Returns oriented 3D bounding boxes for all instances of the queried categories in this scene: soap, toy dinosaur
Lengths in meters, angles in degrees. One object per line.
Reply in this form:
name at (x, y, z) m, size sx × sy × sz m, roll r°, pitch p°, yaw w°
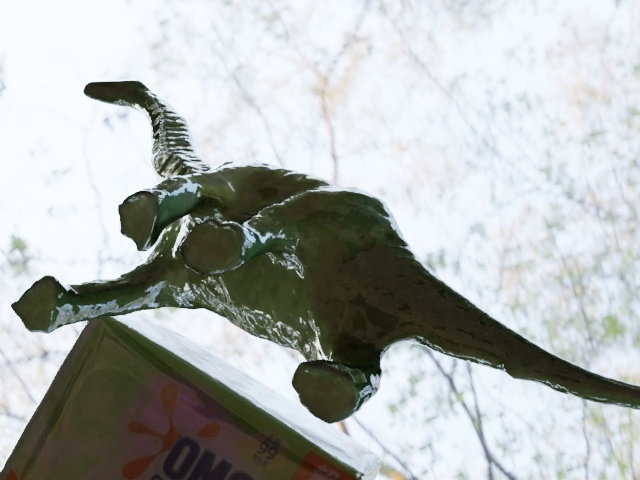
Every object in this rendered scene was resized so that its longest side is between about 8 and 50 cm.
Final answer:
soap at (-0.090, 0.163, 1.109) m, size 0.199 × 0.138 × 0.182 m, roll 31°, pitch -90°, yaw 9°
toy dinosaur at (0.000, 0.000, 0.896) m, size 0.447 × 0.301 × 0.087 m, roll 19°, pitch -75°, yaw 22°
